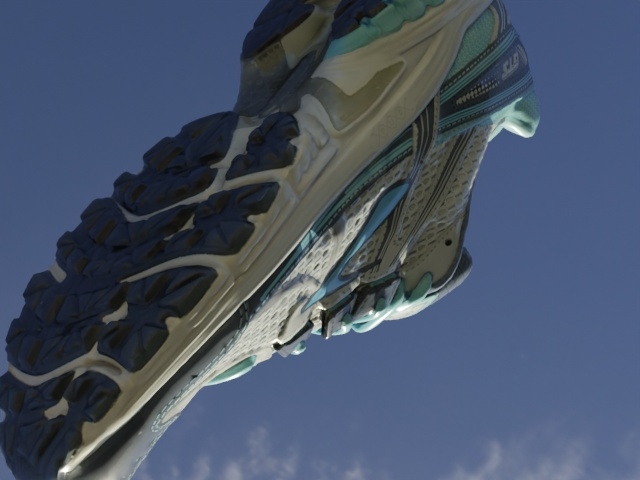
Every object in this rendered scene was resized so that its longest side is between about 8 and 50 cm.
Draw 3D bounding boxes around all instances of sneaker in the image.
[{"bbox_3d":[0.000,0.000,0.543,0.283,0.110,0.122,-51,-60,-24],"label":"sneaker"}]
